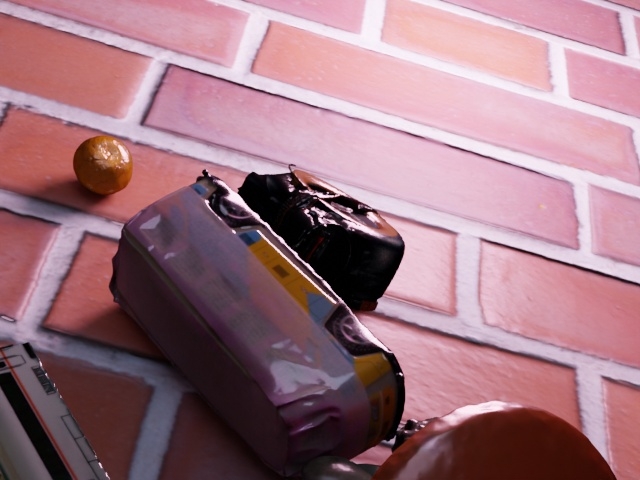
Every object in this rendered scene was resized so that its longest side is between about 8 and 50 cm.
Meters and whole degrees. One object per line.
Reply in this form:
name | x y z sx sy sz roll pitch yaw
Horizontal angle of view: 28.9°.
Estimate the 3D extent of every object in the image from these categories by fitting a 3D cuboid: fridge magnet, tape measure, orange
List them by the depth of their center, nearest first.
fridge magnet | 0.151 0.330 1.162 0.364 0.363 0.155 -9 6 -31
tape measure | 0.000 0.000 1.585 0.223 0.135 0.202 19 14 -41
orange | -0.290 -0.100 1.656 0.083 0.070 0.083 13 54 -18

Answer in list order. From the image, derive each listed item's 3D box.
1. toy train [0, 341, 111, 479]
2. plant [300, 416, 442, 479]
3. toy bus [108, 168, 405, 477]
toy train | -0.239 0.250 1.149 0.088 0.086 0.407 -9 36 -32
plant | 0.069 0.277 1.309 0.275 0.149 0.146 -15 5 -15
toy bus | -0.082 0.109 1.432 0.162 0.171 0.386 -28 57 -30
